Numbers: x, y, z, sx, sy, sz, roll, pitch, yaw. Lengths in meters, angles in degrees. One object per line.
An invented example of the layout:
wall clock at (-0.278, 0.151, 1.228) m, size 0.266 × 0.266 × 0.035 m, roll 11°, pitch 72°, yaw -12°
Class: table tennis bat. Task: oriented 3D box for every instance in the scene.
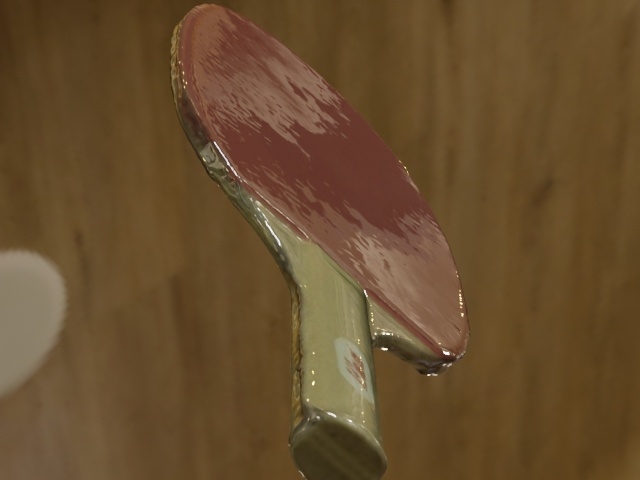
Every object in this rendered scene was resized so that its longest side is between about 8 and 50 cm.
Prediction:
table tennis bat at (0.000, 0.000, 0.624) m, size 0.022 × 0.246 × 0.138 m, roll -41°, pitch -69°, yaw 18°
